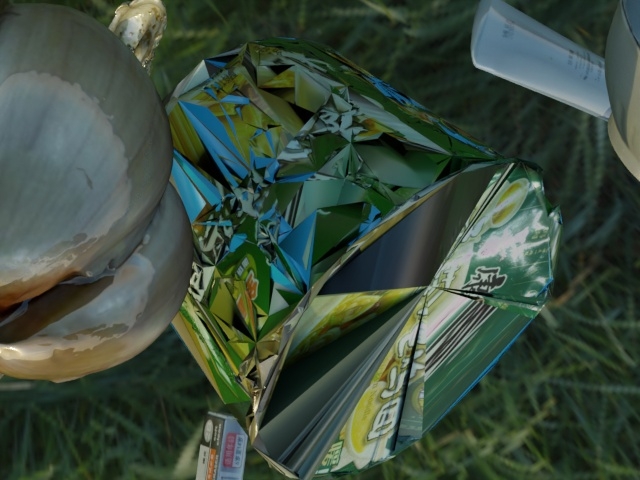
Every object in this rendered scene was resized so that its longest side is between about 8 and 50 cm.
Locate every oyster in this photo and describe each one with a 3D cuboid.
[{"bbox_3d":[-0.127,-0.140,1.184,0.083,0.038,0.080,-34,82,36],"label":"oyster"}]

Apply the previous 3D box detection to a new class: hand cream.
[{"bbox_3d":[0.259,-0.166,1.586,0.255,0.048,0.079,22,63,-21],"label":"hand cream"}]

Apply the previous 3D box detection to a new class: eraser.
[{"bbox_3d":[-0.092,0.218,1.437,0.029,0.052,0.122,9,88,-24],"label":"eraser"}]

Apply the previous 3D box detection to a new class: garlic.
[{"bbox_3d":[-0.143,-0.039,0.714,0.160,0.191,0.214,-7,122,-3],"label":"garlic"}]

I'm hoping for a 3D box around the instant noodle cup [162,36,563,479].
[{"bbox_3d":[0.000,0.000,0.926,0.240,0.178,0.240,-30,144,-25],"label":"instant noodle cup"}]

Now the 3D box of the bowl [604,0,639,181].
[{"bbox_3d":[0.235,-0.076,0.978,0.189,0.189,0.086,25,129,-19],"label":"bowl"}]
